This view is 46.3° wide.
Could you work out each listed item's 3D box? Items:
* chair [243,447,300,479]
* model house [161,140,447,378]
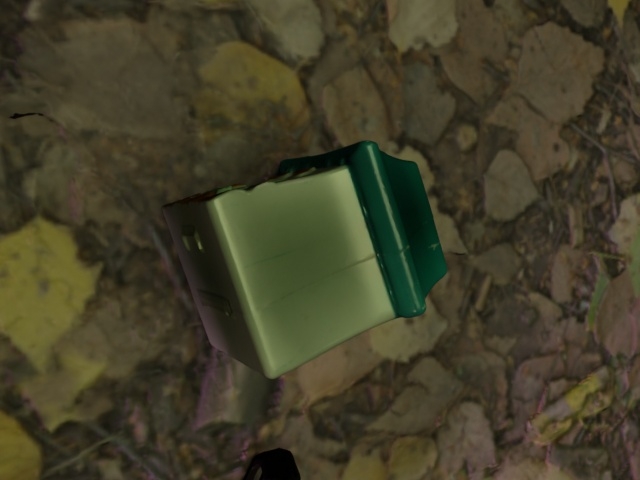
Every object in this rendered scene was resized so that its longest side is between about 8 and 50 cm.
[{"bbox_3d":[-0.026,0.242,0.450,0.101,0.084,0.213,29,78,-20],"label":"chair"},{"bbox_3d":[0.000,0.000,0.437,0.148,0.127,0.101,-20,99,-22],"label":"model house"}]
